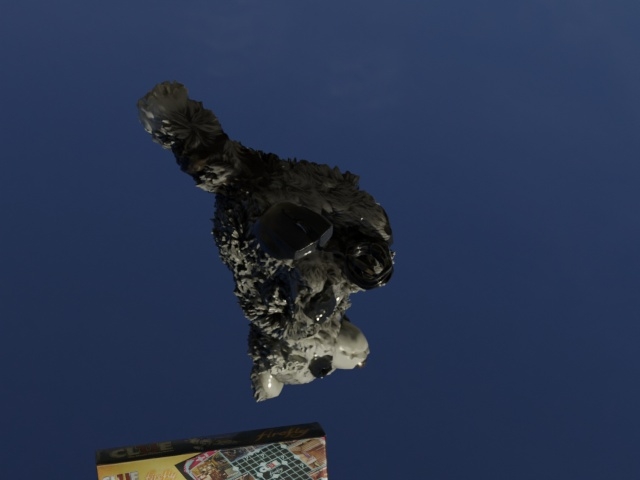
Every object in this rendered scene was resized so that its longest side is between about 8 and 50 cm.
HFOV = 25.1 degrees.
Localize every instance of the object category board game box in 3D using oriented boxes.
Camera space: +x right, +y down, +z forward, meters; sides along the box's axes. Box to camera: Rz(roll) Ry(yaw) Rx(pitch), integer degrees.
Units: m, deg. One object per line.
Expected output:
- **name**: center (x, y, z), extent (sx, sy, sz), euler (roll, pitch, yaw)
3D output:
- **board game box**: center (-0.111, 0.290, 1.536), extent (0.243, 0.165, 0.042), euler (-6, -165, -9)

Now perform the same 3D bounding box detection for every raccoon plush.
- **raccoon plush**: center (-0.093, 0.005, 1.979), extent (0.216, 0.299, 0.446), euler (-32, -103, -41)

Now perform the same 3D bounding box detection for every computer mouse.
- **computer mouse**: center (0.000, 0.000, 1.570), extent (0.071, 0.041, 0.242), euler (-34, -149, -24)
